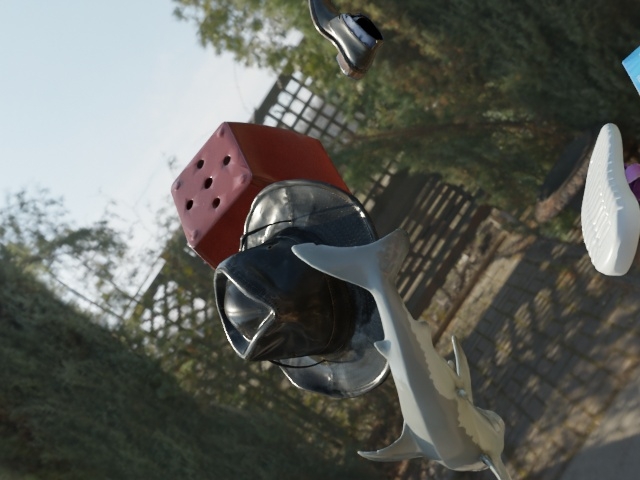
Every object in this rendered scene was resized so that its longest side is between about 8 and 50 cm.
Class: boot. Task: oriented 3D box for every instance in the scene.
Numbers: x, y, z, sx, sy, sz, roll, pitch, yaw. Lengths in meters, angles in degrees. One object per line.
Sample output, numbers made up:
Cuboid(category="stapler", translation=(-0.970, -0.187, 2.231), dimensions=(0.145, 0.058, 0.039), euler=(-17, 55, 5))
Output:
Cuboid(category="boot", translation=(0.058, -0.454, 1.429), dimensions=(0.082, 0.219, 0.106), euler=(-20, -15, -39))

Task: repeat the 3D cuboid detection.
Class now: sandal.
Cuboid(category="sandal", translation=(0.531, -0.065, 1.211), dimensions=(0.416, 0.102, 0.169), euler=(-64, -16, -51))

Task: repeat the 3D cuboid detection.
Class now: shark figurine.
Cuboid(category="shark figurine", translation=(0.071, 0.130, 0.565), dimensions=(0.116, 0.278, 0.166), euler=(-26, 27, 15))

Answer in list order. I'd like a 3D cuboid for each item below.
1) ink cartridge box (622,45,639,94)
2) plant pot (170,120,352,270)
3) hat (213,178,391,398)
Cuboid(category="ink cartridge box", translation=(0.453, -0.200, 0.714), dimensions=(0.203, 0.148, 0.086), euler=(-45, 25, 36))
Cuboid(category="plant pot", translation=(-0.124, -0.068, 1.296), dimensions=(0.267, 0.235, 0.267), euler=(-47, 46, 21))
Cuboid(category="hat", translation=(-0.056, 0.074, 0.892), dimensions=(0.134, 0.331, 0.331), euler=(-12, -29, -38))
